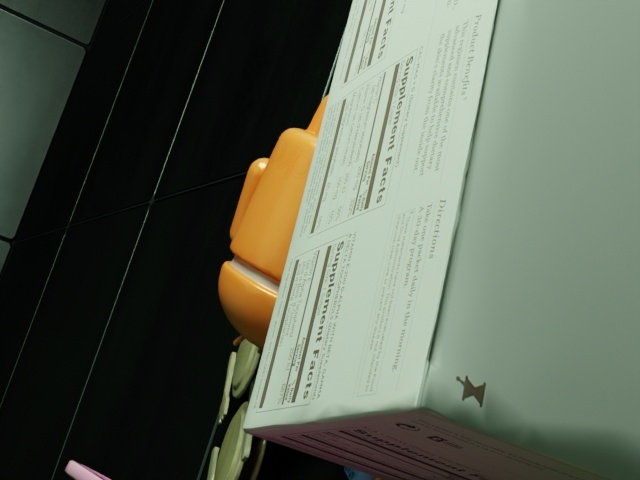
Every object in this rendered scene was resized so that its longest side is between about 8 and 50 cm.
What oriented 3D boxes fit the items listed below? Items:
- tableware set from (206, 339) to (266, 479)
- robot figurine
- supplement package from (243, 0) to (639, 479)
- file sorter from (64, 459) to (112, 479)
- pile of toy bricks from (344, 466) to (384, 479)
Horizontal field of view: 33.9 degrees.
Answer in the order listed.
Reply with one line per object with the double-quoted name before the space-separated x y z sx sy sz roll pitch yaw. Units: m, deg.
"tableware set" -0.055 0.143 0.913 0.194 0.039 0.128 -83 17 -44
"robot figurine" -0.001 -0.001 0.818 0.128 0.158 0.220 -13 -52 -84
"supplement package" 0.111 -0.009 0.498 0.145 0.204 0.262 -23 49 58
"file sorter" -0.076 0.260 0.410 0.202 0.182 0.291 -1 58 61
"pile of toy bricks" 0.037 0.108 0.668 0.118 0.105 0.212 -62 25 11
